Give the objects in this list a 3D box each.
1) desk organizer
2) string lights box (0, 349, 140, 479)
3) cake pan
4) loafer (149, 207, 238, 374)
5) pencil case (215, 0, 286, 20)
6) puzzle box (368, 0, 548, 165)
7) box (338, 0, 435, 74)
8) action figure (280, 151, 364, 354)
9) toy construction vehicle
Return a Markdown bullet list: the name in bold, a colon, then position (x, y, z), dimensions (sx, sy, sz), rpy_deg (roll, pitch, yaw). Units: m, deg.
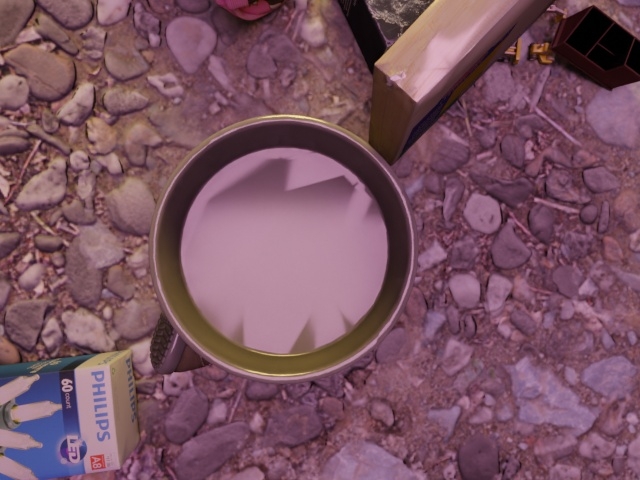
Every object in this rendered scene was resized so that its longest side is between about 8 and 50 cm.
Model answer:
- **desk organizer**: position (0.393, -0.265, 0.564), dimensions (0.130, 0.050, 0.047), rpy_deg (21, 89, -17)
- **string lights box**: position (-0.382, 0.229, 0.523), dimensions (0.259, 0.077, 0.134), rpy_deg (-6, 90, -4)
- **cake pan**: position (-0.038, 0.007, 0.461), dimensions (0.292, 0.054, 0.294), rpy_deg (0, 84, -3)
- **loafer**: position (-0.142, 0.057, 0.542), dimensions (0.087, 0.094, 0.252), rpy_deg (25, 87, -38)
- **pencil case**: position (-0.163, -0.477, 0.490), dimensions (0.160, 0.167, 0.386), rpy_deg (-35, 93, 30)
- **puzzle box**: position (0.212, -0.266, 0.437), dimensions (0.052, 0.272, 0.409), rpy_deg (45, 93, 4)
- **box**: position (0.113, -0.338, 0.540), dimensions (0.155, 0.093, 0.159), rpy_deg (-26, 94, -3)
- **action figure**: position (0.000, 0.000, 0.539), dimensions (0.185, 0.099, 0.286), rpy_deg (20, 86, 3)
- **toy construction vehicle**: position (0.299, -0.298, 0.580), dimensions (0.098, 0.035, 0.086), rpy_deg (9, 90, -4)
